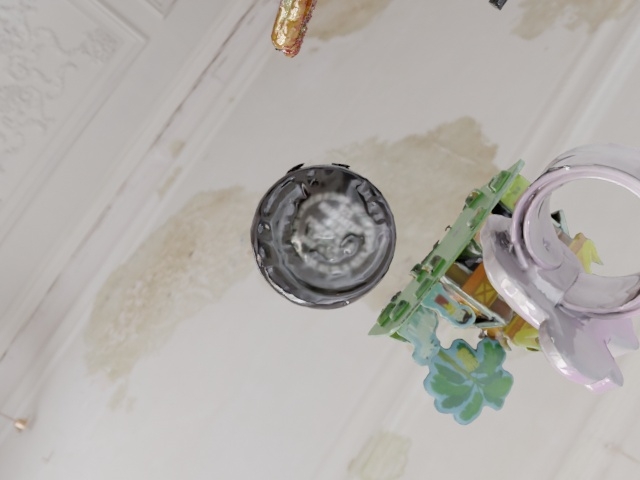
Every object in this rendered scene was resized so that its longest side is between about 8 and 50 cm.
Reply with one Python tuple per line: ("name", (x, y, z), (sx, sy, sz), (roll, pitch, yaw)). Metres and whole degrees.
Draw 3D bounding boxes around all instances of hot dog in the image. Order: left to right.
("hot dog", (-0.018, -0.248, 0.813), (0.062, 0.038, 0.144), (-76, -174, -48))

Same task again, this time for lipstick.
("lipstick", (0.000, 0.000, 0.537), (0.081, 0.081, 0.299), (-52, 180, 0))

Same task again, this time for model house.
("model house", (0.289, 0.113, 1.264), (0.358, 0.313, 0.242), (-51, 177, -11))

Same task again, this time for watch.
("watch", (0.325, 0.021, 0.944), (0.217, 0.248, 0.211), (-48, 172, 37))

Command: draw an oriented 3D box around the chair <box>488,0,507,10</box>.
("chair", (0.146, -0.323, 0.576), (0.154, 0.141, 0.260), (38, -80, 17))
